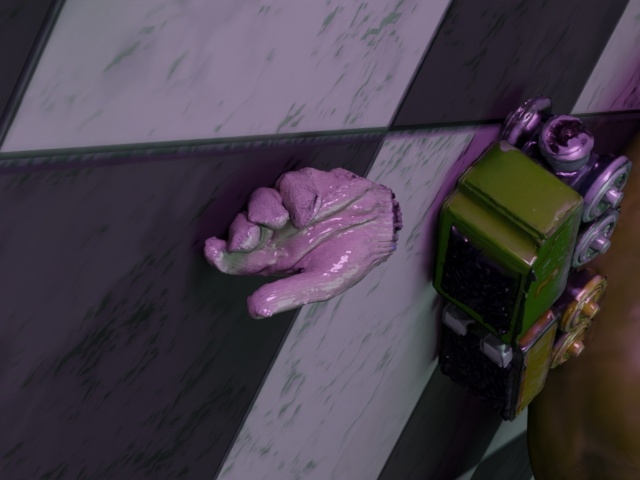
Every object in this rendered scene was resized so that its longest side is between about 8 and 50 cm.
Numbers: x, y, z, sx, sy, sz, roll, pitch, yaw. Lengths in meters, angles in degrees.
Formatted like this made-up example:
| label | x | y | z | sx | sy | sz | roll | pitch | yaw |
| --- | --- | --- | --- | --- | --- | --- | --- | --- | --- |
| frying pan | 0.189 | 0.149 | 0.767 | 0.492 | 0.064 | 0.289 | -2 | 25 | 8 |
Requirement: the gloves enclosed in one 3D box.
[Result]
| label | x | y | z | sx | sy | sz | roll | pitch | yaw |
| --- | --- | --- | --- | --- | --- | --- | --- | --- | --- |
| gloves | -0.002 | 0.000 | 0.534 | 0.081 | 0.037 | 0.044 | 1 | 82 | -54 |

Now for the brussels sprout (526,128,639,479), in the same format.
| label | x | y | z | sx | sy | sz | roll | pitch | yaw |
| --- | --- | --- | --- | --- | --- | --- | --- | --- | --- |
| brussels sprout | 0.242 | 0.051 | 0.981 | 0.328 | 0.247 | 0.328 | -51 | 151 | -42 |

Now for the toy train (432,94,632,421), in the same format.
| label | x | y | z | sx | sy | sz | roll | pitch | yaw |
| --- | --- | --- | --- | --- | --- | --- | --- | --- | --- |
| toy train | 0.086 | 0.016 | 0.789 | 0.081 | 0.060 | 0.202 | -45 | 160 | -20 |
